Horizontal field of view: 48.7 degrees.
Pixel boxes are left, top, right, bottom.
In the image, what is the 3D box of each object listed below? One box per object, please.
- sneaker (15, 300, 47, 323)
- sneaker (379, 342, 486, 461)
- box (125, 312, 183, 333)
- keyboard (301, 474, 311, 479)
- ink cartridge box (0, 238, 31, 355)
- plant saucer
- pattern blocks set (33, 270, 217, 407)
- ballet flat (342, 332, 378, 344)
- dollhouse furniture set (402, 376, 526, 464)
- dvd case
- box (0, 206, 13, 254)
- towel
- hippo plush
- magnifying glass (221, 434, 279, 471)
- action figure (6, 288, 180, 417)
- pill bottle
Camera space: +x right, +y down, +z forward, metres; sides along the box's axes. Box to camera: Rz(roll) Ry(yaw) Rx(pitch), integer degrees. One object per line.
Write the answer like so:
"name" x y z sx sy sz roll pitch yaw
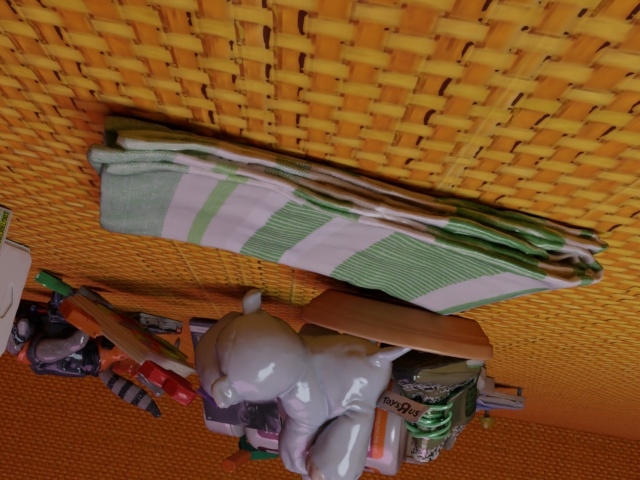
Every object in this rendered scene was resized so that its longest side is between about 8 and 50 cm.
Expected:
"sneaker" -0.670 0.191 1.604 0.331 0.122 0.146 1 -179 27
"sneaker" 0.190 0.271 1.154 0.158 0.182 0.410 4 164 23
"box" -0.353 0.171 1.441 0.094 0.027 0.137 18 163 -33
"keyboard" -0.021 0.329 1.311 0.072 0.255 0.014 -8 -172 15
"ink cartridge box" -0.465 0.059 0.855 0.191 0.139 0.082 3 162 23
"plant saucer" 0.080 0.083 0.731 0.200 0.037 0.200 11 178 0
"pattern blocks set" -0.272 0.141 1.032 0.325 0.026 0.285 32 173 15
"ballet flat" 0.058 0.154 1.079 0.041 0.041 0.114 13 166 -13
"dollhouse furniture set" 0.323 0.405 1.559 0.303 0.198 0.286 15 165 -20
"dvd case" -0.155 0.251 1.310 0.165 0.221 0.018 4 -157 23
"box" -0.395 0.021 0.714 0.207 0.114 0.036 -1 163 38
"towel" 0.000 0.000 0.523 0.325 0.038 0.248 13 166 -13
"hippo plush" -0.043 0.198 0.922 0.237 0.234 0.294 17 164 -30
"magnifying glass" -0.144 0.431 1.443 0.092 0.026 0.231 17 -178 15
"action figure" -0.433 0.200 1.303 0.330 0.178 0.341 15 162 -5
"pill bottle" -0.021 0.328 1.437 0.392 0.224 0.224 7 166 13
